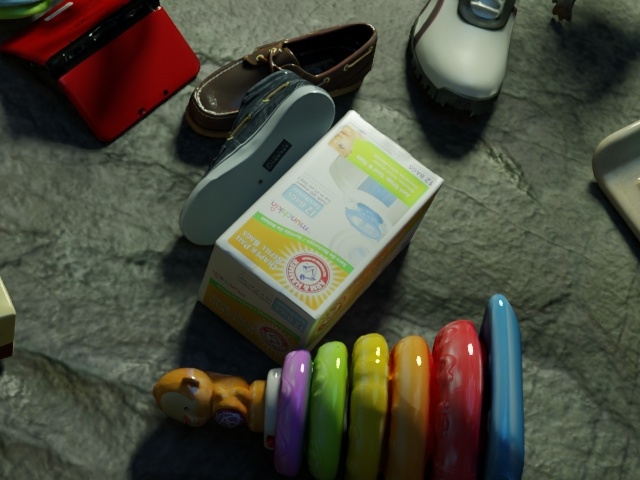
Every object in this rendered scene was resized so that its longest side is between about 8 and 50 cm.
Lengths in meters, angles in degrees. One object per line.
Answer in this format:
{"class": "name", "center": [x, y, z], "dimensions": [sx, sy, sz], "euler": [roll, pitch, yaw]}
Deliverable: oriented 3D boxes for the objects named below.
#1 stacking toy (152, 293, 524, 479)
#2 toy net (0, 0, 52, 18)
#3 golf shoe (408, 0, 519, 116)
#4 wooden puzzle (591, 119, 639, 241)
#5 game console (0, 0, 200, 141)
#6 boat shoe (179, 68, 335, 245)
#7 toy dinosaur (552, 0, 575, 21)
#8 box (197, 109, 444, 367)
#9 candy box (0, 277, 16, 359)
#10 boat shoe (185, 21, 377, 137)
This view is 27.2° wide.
{"class": "stacking toy", "center": [0.012, 0.139, 1.087], "dimensions": [0.302, 0.175, 0.165], "euler": [5, 55, 0]}
{"class": "toy net", "center": [-0.209, -0.253, 1.274], "dimensions": [0.232, 0.045, 0.122], "euler": [1, 26, 9]}
{"class": "golf shoe", "center": [0.162, -0.257, 1.378], "dimensions": [0.105, 0.120, 0.272], "euler": [15, 58, -8]}
{"class": "wooden puzzle", "center": [0.493, -0.026, 1.308], "dimensions": [0.322, 0.080, 0.347], "euler": [-26, 70, -12]}
{"class": "game console", "center": [-0.212, -0.177, 1.283], "dimensions": [0.124, 0.085, 0.144], "euler": [20, 49, 35]}
{"class": "boat shoe", "center": [-0.067, -0.077, 1.223], "dimensions": [0.183, 0.065, 0.083], "euler": [-46, 33, 0]}
{"class": "toy dinosaur", "center": [0.338, -0.368, 1.443], "dimensions": [0.127, 0.295, 0.200], "euler": [8, 39, 43]}
{"class": "box", "center": [0.000, 0.000, 1.181], "dimensions": [0.114, 0.103, 0.203], "euler": [38, 57, 9]}
{"class": "candy box", "center": [-0.395, -0.022, 1.090], "dimensions": [0.183, 0.087, 0.316], "euler": [-19, 66, -25]}
{"class": "boat shoe", "center": [-0.036, -0.165, 1.291], "dimensions": [0.207, 0.073, 0.073], "euler": [-26, 73, -26]}
